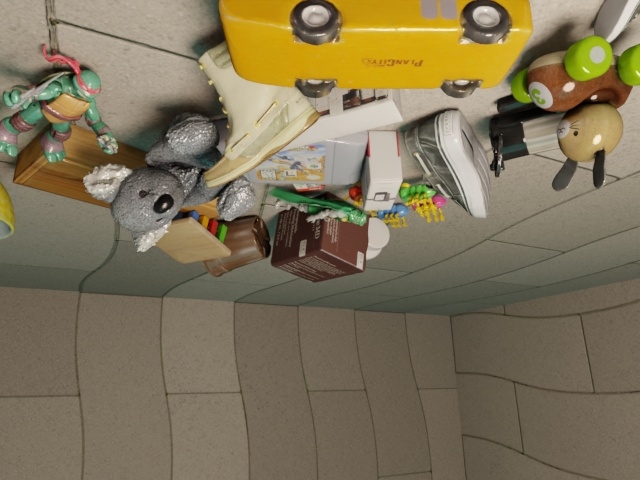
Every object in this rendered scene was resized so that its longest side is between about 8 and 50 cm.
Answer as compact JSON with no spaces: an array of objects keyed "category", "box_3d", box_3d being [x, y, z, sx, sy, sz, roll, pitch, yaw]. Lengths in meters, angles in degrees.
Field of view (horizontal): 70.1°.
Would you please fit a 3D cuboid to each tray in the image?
[{"category":"tray","box_3d":[-0.416,-0.122,1.020,0.203,0.076,0.411,-16,156,39]}]

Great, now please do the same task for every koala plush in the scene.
[{"category":"koala plush","box_3d":[-0.270,-0.094,0.798,0.203,0.221,0.196,30,157,47]}]

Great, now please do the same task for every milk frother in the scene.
[{"category":"milk frother","box_3d":[0.360,-0.171,0.776,0.135,0.143,0.129,-10,153,32]}]

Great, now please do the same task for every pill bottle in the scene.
[{"category":"pill bottle","box_3d":[0.110,0.008,1.367,0.124,0.124,0.221,7,160,-23]}]

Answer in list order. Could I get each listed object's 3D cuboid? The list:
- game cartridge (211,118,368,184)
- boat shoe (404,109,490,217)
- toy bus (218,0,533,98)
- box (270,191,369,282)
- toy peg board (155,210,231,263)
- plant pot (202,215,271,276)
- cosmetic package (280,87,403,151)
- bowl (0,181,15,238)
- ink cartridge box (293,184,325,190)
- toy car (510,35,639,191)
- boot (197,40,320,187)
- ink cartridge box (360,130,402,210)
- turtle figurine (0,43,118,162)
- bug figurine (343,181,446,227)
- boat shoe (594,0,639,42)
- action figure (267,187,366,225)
[{"category":"game cartridge","box_3d":[-0.061,-0.173,0.898,0.297,0.062,0.198,1,167,0]},{"category":"boat shoe","box_3d":[0.267,-0.148,0.933,0.119,0.121,0.335,-2,153,32]},{"category":"toy bus","box_3d":[0.058,-0.251,0.531,0.332,0.130,0.108,0,161,-1]},{"category":"box","box_3d":[0.000,0.000,1.232,0.167,0.168,0.203,27,149,-37]},{"category":"toy peg board","box_3d":[-0.325,-0.022,1.129,0.161,0.079,0.160,-10,145,24]},{"category":"plant pot","box_3d":[-0.241,0.008,1.316,0.165,0.167,0.167,-13,160,15]},{"category":"cosmetic package","box_3d":[0.002,-0.213,0.710,0.239,0.099,0.060,-9,158,24]},{"category":"bowl","box_3d":[-0.760,-0.112,0.898,0.289,0.156,0.289,-1,162,0]},{"category":"ink cartridge box","box_3d":[-0.028,-0.136,1.061,0.063,0.029,0.115,-4,162,11]},{"category":"toy car","box_3d":[0.366,-0.166,0.651,0.149,0.188,0.155,2,-176,-8]},{"category":"boot","box_3d":[-0.127,-0.186,0.664,0.213,0.077,0.165,-29,106,27]},{"category":"ink cartridge box","box_3d":[0.120,-0.137,0.929,0.063,0.109,0.150,-2,163,-1]},{"category":"turtle figurine","box_3d":[-0.399,-0.197,0.708,0.234,0.118,0.175,-19,151,32]},{"category":"bug figurine","box_3d":[0.193,-0.095,1.124,0.216,0.072,0.279,-2,169,26]},{"category":"boat shoe","box_3d":[0.381,-0.294,0.549,0.040,0.049,0.142,-2,160,3]},{"category":"action figure","box_3d":[0.003,-0.073,1.068,0.232,0.063,0.137,14,-169,31]}]
